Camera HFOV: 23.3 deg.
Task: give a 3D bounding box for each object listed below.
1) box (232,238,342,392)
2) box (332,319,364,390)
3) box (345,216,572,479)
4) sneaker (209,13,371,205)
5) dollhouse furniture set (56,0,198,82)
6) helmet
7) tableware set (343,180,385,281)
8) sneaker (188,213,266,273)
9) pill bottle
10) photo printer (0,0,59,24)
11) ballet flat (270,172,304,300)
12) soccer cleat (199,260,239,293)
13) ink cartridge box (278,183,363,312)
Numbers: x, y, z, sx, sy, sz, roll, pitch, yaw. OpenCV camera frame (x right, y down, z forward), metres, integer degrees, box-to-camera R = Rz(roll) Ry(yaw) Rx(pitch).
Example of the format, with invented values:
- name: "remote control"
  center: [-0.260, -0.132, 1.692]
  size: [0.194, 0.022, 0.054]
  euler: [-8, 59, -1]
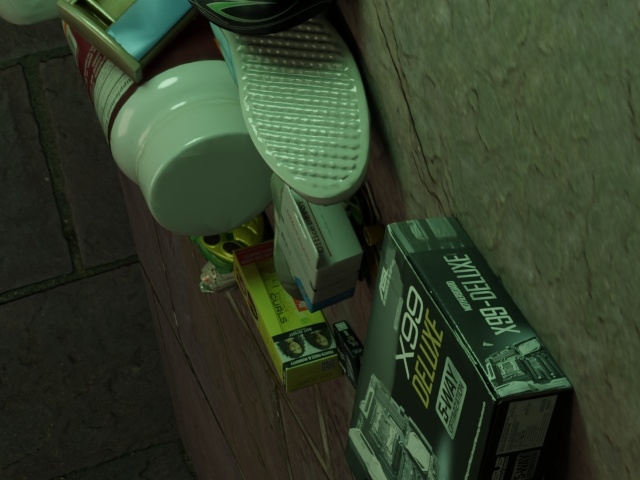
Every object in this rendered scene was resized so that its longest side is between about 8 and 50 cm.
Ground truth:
- name: "box"
  center: [-0.048, 0.101, 2.176]
  size: [0.058, 0.087, 0.232]
  euler: [90, 160, -47]
- name: "box"
  center: [0.041, 0.152, 1.999]
  size: [0.083, 0.018, 0.067]
  euler: [-125, 22, -54]
- name: "box"
  center: [0.116, 0.170, 1.432]
  size: [0.242, 0.076, 0.307]
  euler: [-120, 30, -45]
- name: "sneaker"
  center: [-0.026, -0.178, 1.674]
  size: [0.150, 0.135, 0.366]
  euler: [56, -168, -61]
- name: "dollhouse furniture set"
  center: [-0.244, -0.384, 1.855]
  size: [0.286, 0.198, 0.303]
  euler: [40, 165, 8]
- name: "helmet"
  center: [-0.065, -0.284, 1.551]
  size: [0.169, 0.161, 0.169]
  euler: [163, 90, -78]
- name: "tableware set"
  center: [0.045, -0.005, 1.765]
  size: [0.154, 0.024, 0.104]
  euler: [140, 112, -76]
- name: "sneaker"
  center: [-0.138, -0.010, 2.441]
  size: [0.123, 0.109, 0.295]
  euler: [50, 173, -22]
- name: "pill bottle"
  center: [-0.198, -0.207, 2.096]
  size: [0.224, 0.224, 0.392]
  euler: [88, 161, -50]
- name: "photo printer"
  center: [-0.377, -0.461, 2.353]
  size: [0.256, 0.307, 0.107]
  euler: [88, 161, -53]
- name: "ballet flat"
  center: [-0.023, 0.001, 1.966]
  size: [0.068, 0.072, 0.213]
  euler: [-131, 27, -52]
- name: "soccer cleat"
  center: [-0.167, 0.050, 2.645]
  size: [0.196, 0.076, 0.068]
  euler: [108, 143, -69]
- name: "ink cartridge box"
  center: [0.000, 0.000, 1.774]
  size: [0.180, 0.060, 0.104]
  euler: [100, 149, -68]
